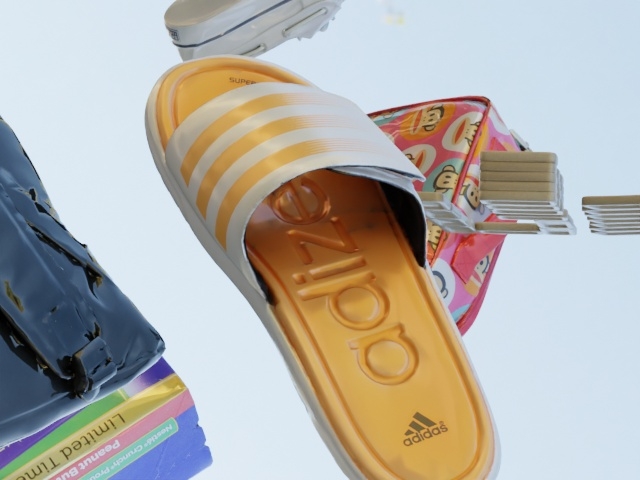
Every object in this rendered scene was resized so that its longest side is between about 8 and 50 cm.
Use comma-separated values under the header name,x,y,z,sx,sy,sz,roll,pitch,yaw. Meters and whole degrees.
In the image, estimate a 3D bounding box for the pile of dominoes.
name,x,y,z,sx,sy,sz,roll,pitch,yaw
pile of dominoes,0.182,-0.036,1.509,0.196,0.251,0.040,1,-95,12

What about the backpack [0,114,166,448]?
name,x,y,z,sx,sy,sz,roll,pitch,yaw
backpack,-0.312,-0.017,1.123,0.273,0.290,0.355,-23,-87,45

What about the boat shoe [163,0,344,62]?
name,x,y,z,sx,sy,sz,roll,pitch,yaw
boat shoe,-0.028,-0.240,1.831,0.095,0.258,0.084,-120,-172,-54

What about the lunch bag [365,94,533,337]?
name,x,y,z,sx,sy,sz,roll,pitch,yaw
lunch bag,0.089,-0.017,1.850,0.258,0.120,0.293,-11,-140,37

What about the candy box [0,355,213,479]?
name,x,y,z,sx,sy,sz,roll,pitch,yaw
candy box,-0.289,0.139,1.628,0.317,0.268,0.122,46,-19,38

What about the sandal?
name,x,y,z,sx,sy,sz,roll,pitch,yaw
sandal,0.010,-0.003,0.830,0.265,0.102,0.076,58,-24,28
